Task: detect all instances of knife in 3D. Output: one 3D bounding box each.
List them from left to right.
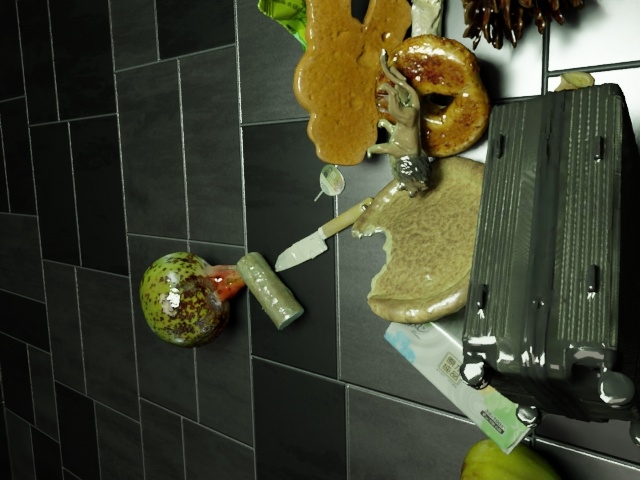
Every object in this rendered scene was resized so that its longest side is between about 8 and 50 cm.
[{"bbox_3d":[-0.002,0.001,1.036,0.298,0.017,0.047,-30,85,38],"label":"knife"}]

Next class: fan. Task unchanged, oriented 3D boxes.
[{"bbox_3d":[0.012,-0.111,1.016,0.080,0.003,0.060,-13,88,40],"label":"fan"}]

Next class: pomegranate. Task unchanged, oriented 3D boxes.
[{"bbox_3d":[-0.260,0.118,1.180,0.248,0.214,0.214,-23,80,1],"label":"pomegranate"}]

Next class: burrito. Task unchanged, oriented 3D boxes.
[{"bbox_3d":[0.163,-0.300,0.837,0.051,0.042,0.171,6,99,31],"label":"burrito"}]

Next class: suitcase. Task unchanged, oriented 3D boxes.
[{"bbox_3d":[0.276,0.027,0.595,0.152,0.230,0.334,-2,63,35],"label":"suitcase"}]

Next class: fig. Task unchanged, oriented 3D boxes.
[{"bbox_3d":[0.279,0.385,0.763,0.191,0.181,0.180,21,110,37],"label":"fig"}]

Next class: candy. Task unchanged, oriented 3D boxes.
[{"bbox_3d":[-0.041,-0.392,0.869,0.069,0.246,0.148,-2,89,21],"label":"candy"}]

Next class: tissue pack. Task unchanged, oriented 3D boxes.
[{"bbox_3d":[0.238,0.141,0.758,0.229,0.159,0.145,43,134,28],"label":"tissue pack"}]

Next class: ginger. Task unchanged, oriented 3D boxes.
[{"bbox_3d":[0.331,-0.200,0.720,0.097,0.030,0.048,1,99,38],"label":"ginger"}]

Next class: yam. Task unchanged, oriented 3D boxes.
[{"bbox_3d":[-0.105,0.103,1.106,0.169,0.068,0.068,50,124,23],"label":"yam"}]

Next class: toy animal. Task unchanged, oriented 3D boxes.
[{"bbox_3d":[0.108,-0.168,0.788,0.086,0.069,0.219,-2,122,26],"label":"toy animal"}]

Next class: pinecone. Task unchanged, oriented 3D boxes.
[{"bbox_3d":[0.260,-0.331,0.683,0.165,0.163,0.162,-5,94,24],"label":"pinecone"}]

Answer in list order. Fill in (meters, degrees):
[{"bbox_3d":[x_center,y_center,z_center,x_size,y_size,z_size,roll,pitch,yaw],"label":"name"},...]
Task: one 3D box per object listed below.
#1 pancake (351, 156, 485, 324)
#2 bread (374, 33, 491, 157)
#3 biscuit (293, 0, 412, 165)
[{"bbox_3d":[0.147,-0.010,0.789,0.286,0.033,0.288,5,58,46],"label":"pancake"},{"bbox_3d":[0.163,-0.209,0.800,0.193,0.064,0.193,23,139,22],"label":"bread"},{"bbox_3d":[0.046,-0.267,0.864,0.044,0.186,0.295,-128,48,-70],"label":"biscuit"}]
